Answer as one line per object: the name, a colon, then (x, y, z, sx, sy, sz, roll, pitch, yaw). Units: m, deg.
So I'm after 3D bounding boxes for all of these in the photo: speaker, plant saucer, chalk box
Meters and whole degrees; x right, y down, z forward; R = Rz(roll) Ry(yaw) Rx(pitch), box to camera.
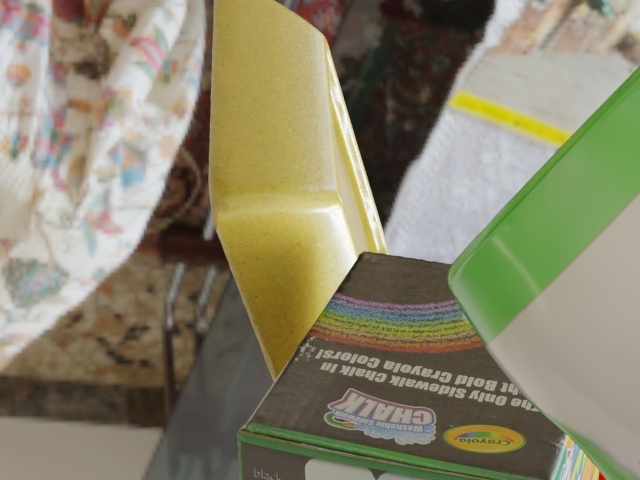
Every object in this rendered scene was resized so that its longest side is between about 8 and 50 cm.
speaker: (0.180, 0.075, 0.444, 0.296, 0.131, 0.131, 44, 127, 5)
plant saucer: (0.000, 0.000, 1.168, 0.081, 0.333, 0.332, -13, 126, 6)
chalk box: (0.061, 0.158, 0.900, 0.180, 0.289, 0.179, 9, 120, 18)
